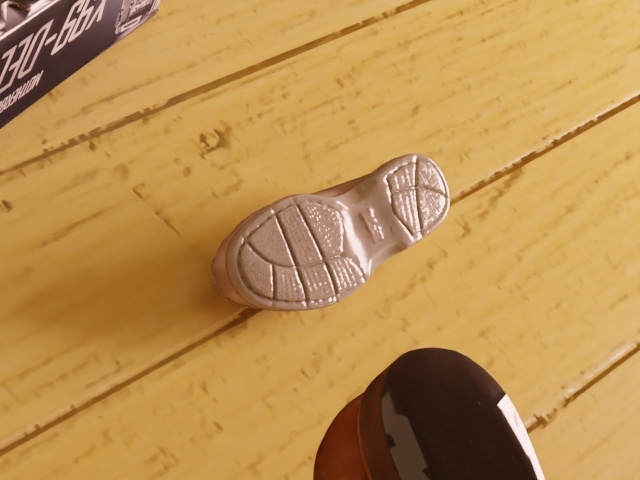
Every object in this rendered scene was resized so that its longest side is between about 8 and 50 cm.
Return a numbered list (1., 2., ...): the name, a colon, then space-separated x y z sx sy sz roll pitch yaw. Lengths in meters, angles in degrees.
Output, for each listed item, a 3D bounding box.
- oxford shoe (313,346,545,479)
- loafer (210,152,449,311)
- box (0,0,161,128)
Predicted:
1. oxford shoe: 0.047 0.145 0.616 0.076 0.076 0.212 3 62 -34
2. loafer: 0.000 0.000 0.770 0.125 0.039 0.045 -25 97 -44
3. box: -0.215 -0.123 0.724 0.242 0.076 0.307 35 38 5
